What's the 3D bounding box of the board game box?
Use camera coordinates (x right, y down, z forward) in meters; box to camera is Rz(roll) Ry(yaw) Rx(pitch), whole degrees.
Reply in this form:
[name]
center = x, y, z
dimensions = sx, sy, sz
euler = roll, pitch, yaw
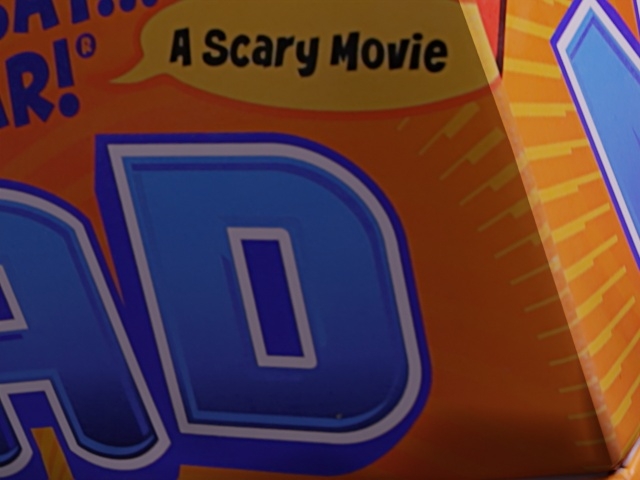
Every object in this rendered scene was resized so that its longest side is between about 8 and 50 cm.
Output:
[board game box]
center = 0.000, 0.000, 0.703
dimensions = 0.356, 0.356, 0.356
euler = -46, 121, -52
